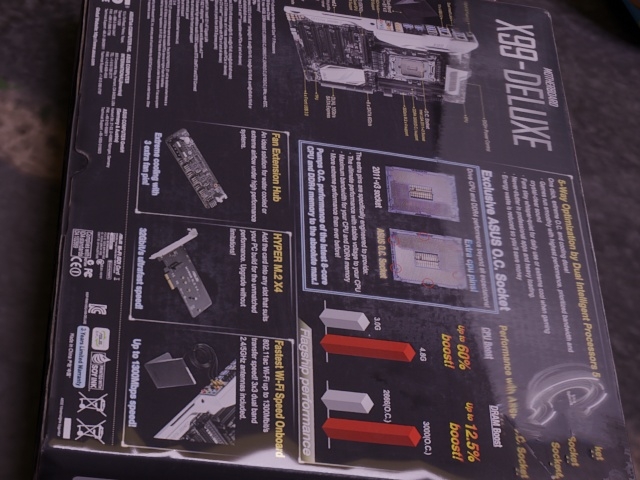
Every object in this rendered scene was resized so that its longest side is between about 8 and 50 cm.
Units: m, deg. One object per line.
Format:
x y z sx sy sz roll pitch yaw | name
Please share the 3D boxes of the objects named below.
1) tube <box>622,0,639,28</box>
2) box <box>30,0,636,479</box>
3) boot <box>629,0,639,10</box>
0.200 -0.165 0.982 0.080 0.052 0.207 -14 61 -24 | tube
0.000 0.000 0.753 0.242 0.076 0.307 7 48 -11 | box
0.244 -0.180 0.946 0.197 0.073 0.152 40 50 -14 | boot
